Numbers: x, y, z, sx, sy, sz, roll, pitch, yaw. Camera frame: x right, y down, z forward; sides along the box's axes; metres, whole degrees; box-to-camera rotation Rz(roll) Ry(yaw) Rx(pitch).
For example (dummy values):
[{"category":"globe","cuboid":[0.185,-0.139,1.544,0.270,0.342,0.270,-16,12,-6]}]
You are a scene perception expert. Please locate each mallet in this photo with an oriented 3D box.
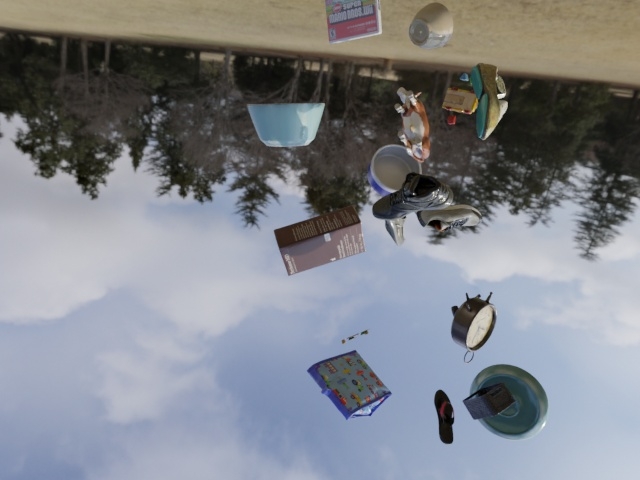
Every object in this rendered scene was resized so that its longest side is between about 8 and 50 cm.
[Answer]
[{"category":"mallet","cuboid":[0.708,0.308,2.151,0.039,0.190,0.062,13,-139,-26]}]

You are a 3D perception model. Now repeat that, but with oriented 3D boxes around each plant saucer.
[{"category":"plant saucer","cuboid":[0.788,0.687,1.861,0.317,0.318,0.043,21,-171,29]}]

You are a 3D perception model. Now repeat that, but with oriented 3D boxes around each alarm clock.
[{"category":"alarm clock","cuboid":[0.382,0.227,1.113,0.129,0.192,0.064,-14,-157,-36]}]

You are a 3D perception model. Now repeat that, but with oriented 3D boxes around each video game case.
[{"category":"video game case","cuboid":[0.107,-0.858,1.539,0.203,0.286,0.025,3,-161,31]}]

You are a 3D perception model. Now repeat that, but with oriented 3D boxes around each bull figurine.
[{"category":"bull figurine","cuboid":[0.347,-0.453,1.665,0.101,0.311,0.188,-16,172,28]}]

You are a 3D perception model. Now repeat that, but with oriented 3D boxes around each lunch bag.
[{"category":"lunch bag","cuboid":[0.094,0.528,1.598,0.221,0.138,0.293,46,-166,30]}]

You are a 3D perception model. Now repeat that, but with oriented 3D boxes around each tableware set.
[{"category":"tableware set","cuboid":[0.175,0.482,2.202,0.154,0.024,0.104,-26,167,21]}]

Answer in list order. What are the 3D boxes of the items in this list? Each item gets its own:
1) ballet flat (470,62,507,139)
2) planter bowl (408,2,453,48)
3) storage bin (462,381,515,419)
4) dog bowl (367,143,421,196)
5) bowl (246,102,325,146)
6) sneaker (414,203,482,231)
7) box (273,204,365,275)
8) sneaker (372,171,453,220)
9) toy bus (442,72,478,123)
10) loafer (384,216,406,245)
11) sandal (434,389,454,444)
[{"category":"ballet flat","cuboid":[0.647,-0.534,1.671,0.123,0.123,0.349,7,-117,-6]},{"category":"planter bowl","cuboid":[0.405,-0.803,1.676,0.109,0.162,0.162,-35,-137,-30]},{"category":"storage bin","cuboid":[0.665,0.638,1.750,0.121,0.180,0.085,-22,-109,-22]},{"category":"dog bowl","cuboid":[0.378,-0.354,2.273,0.264,0.265,0.104,6,161,-8]},{"category":"bowl","cuboid":[-0.137,-0.467,1.772,0.310,0.163,0.311,0,-163,0]},{"category":"sneaker","cuboid":[0.474,-0.076,1.631,0.271,0.100,0.108,4,-124,-15]},{"category":"box","cuboid":[0.000,0.000,1.987,0.380,0.191,0.143,-17,-137,-2]},{"category":"sneaker","cuboid":[0.221,-0.120,1.173,0.227,0.087,0.130,-9,154,37]},{"category":"toy bus","cuboid":[0.656,-0.621,1.982,0.104,0.202,0.190,1,157,-43]},{"category":"loafer","cuboid":[0.296,-0.070,1.689,0.087,0.251,0.094,-28,-129,0]},{"category":"sandal","cuboid":[0.413,0.571,1.440,0.067,0.040,0.179,21,-139,-13]}]
